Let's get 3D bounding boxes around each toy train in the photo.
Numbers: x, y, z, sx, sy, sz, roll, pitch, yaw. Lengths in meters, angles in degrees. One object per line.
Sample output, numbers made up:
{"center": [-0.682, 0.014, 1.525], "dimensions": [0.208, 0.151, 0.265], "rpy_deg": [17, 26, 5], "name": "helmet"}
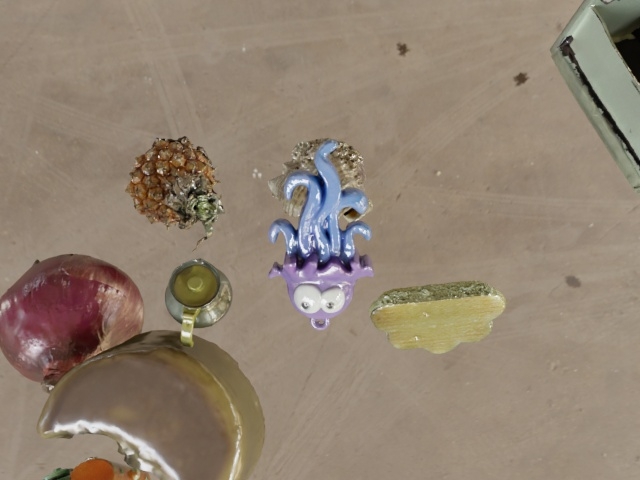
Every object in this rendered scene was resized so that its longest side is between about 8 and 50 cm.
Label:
{"center": [-0.473, 0.535, 1.352], "dimensions": [0.177, 0.285, 0.116], "rpy_deg": [-22, 65, -6], "name": "toy train"}

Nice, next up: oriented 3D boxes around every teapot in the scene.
{"center": [-0.238, 0.117, 1.200], "dimensions": [0.130, 0.119, 0.166], "rpy_deg": [9, 66, -1], "name": "teapot"}

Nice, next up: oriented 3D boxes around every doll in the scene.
{"center": [0.000, 0.000, 0.636], "dimensions": [0.110, 0.067, 0.206], "rpy_deg": [0, 110, 2], "name": "doll"}

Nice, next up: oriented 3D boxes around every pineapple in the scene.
{"center": [-0.345, -0.118, 1.618], "dimensions": [0.262, 0.262, 0.271], "rpy_deg": [-32, 33, -17], "name": "pineapple"}

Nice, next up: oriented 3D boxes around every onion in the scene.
{"center": [-0.589, 0.226, 1.467], "dimensions": [0.347, 0.348, 0.385], "rpy_deg": [-6, 35, -8], "name": "onion"}

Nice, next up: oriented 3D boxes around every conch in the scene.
{"center": [0.008, -0.094, 1.122], "dimensions": [0.178, 0.163, 0.245], "rpy_deg": [-29, 37, -5], "name": "conch"}

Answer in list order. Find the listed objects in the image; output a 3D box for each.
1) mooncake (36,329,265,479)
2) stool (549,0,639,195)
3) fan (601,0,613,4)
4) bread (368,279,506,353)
{"center": [-0.317, 0.383, 1.258], "dimensions": [0.393, 0.246, 0.394], "rpy_deg": [-14, 94, 9], "name": "mooncake"}
{"center": [0.442, -0.225, 0.715], "dimensions": [0.170, 0.270, 0.244], "rpy_deg": [-14, 66, -17], "name": "stool"}
{"center": [0.011, -0.241, 0.276], "dimensions": [0.294, 0.012, 0.223], "rpy_deg": [14, 77, -7], "name": "fan"}
{"center": [0.250, 0.170, 1.359], "dimensions": [0.286, 0.207, 0.056], "rpy_deg": [-3, 46, 5], "name": "bread"}
